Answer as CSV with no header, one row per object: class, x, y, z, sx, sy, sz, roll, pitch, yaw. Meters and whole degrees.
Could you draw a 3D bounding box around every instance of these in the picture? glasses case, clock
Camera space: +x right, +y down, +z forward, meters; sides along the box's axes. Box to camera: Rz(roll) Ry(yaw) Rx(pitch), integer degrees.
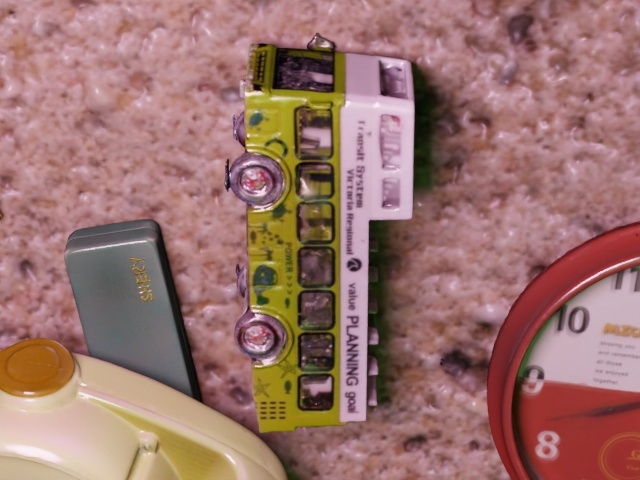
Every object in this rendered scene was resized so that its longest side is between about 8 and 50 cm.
glasses case,-0.152,0.075,1.501,0.078,0.039,0.184,-9,116,6
clock,-0.225,0.219,1.503,0.348,0.117,0.286,28,128,-10
clock,0.294,0.124,1.496,0.319,0.080,0.318,2,114,5

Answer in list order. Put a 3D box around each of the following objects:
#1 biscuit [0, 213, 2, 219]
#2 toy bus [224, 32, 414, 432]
biscuit,-0.339,-0.098,1.431,0.144,0.016,0.203,-7,116,5
toy bus,0.000,0.000,1.425,0.139,0.113,0.301,1,120,1
